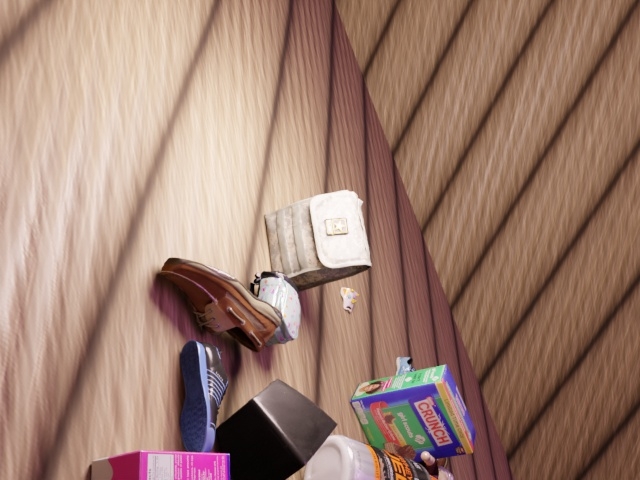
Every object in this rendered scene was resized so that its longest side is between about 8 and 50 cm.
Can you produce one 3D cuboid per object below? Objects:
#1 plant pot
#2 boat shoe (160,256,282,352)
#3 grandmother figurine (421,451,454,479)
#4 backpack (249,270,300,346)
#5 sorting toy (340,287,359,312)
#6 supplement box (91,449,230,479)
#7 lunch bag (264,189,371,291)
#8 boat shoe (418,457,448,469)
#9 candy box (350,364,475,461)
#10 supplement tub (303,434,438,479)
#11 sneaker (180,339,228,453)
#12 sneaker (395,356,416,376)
[{"bbox_3d":[-0.109,0.414,1.184,0.167,0.187,0.188,50,22,8],"label":"plant pot"},{"bbox_3d":[-0.217,0.152,1.229,0.324,0.123,0.120,39,64,-34],"label":"boat shoe"},{"bbox_3d":[0.290,0.736,1.674,0.342,0.208,0.104,20,23,-42],"label":"grandmother figurine"},{"bbox_3d":[-0.114,0.182,1.435,0.152,0.115,0.182,53,31,-39],"label":"backpack"},{"bbox_3d":[0.104,0.219,1.987,0.083,0.045,0.075,41,56,-48],"label":"sorting toy"},{"bbox_3d":[-0.261,0.419,0.928,0.220,0.111,0.114,35,42,-52],"label":"supplement box"},{"bbox_3d":[0.000,0.000,1.613,0.169,0.287,0.235,29,47,-57],"label":"lunch bag"},{"bbox_3d":[0.395,0.818,2.037,0.104,0.111,0.307,67,23,-10],"label":"boat shoe"},{"bbox_3d":[0.297,0.564,1.767,0.268,0.317,0.122,65,24,-10],"label":"candy box"},{"bbox_3d":[0.141,0.633,1.388,0.338,0.207,0.207,28,42,-25],"label":"supplement tub"},{"bbox_3d":[-0.227,0.317,1.122,0.090,0.081,0.232,27,46,-48],"label":"sneaker"},{"bbox_3d":[0.342,0.528,2.202,0.063,0.073,0.162,52,29,-36],"label":"sneaker"}]
